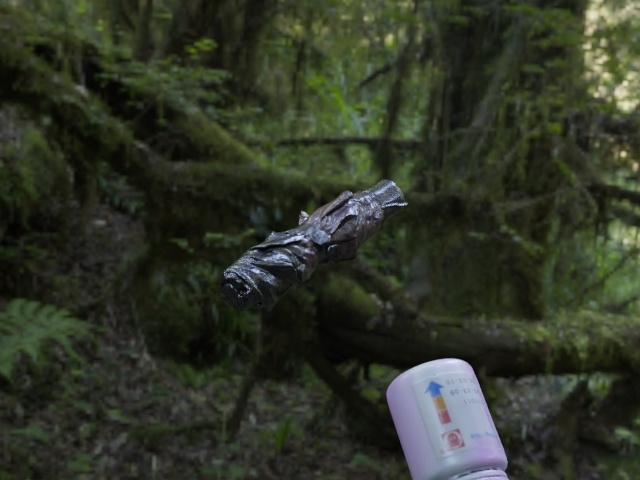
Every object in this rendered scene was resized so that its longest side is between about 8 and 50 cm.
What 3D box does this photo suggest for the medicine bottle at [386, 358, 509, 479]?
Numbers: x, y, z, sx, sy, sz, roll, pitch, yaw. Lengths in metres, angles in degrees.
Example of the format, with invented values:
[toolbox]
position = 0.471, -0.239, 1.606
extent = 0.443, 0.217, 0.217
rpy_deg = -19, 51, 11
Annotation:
[medicine bottle]
position = 0.205, 0.324, 1.596
extent = 0.152, 0.152, 0.255
rpy_deg = -3, 58, -27

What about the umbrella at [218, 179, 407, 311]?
[umbrella]
position = 0.000, 0.000, 1.379
extent = 0.326, 0.090, 0.094
rpy_deg = -32, 6, -35
